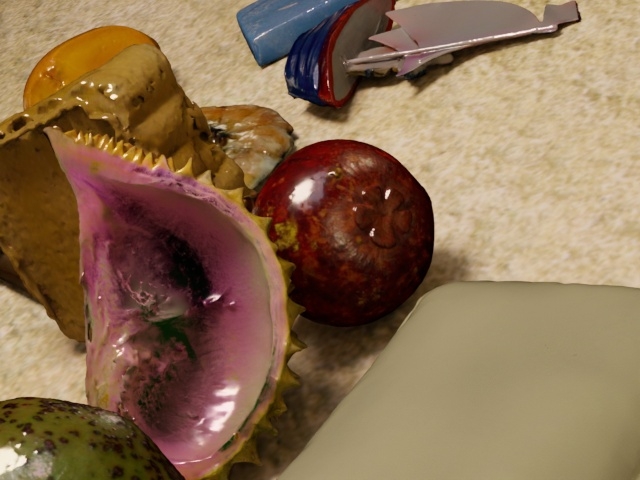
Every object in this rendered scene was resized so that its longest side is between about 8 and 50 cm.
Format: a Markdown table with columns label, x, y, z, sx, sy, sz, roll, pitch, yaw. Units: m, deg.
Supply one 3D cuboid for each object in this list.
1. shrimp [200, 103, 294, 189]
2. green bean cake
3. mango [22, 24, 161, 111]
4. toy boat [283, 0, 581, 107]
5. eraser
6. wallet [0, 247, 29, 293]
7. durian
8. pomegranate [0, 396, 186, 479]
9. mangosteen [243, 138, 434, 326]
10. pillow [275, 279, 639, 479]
| label | x | y | z | sx | sy | sz | roll | pitch | yaw |
| --- | --- | --- | --- | --- | --- | --- | --- | --- | --- |
| shrimp | -0.200 | -0.061 | 1.440 | 0.365 | 0.071 | 0.233 | -20 | 28 | -12 |
| green bean cake | -0.180 | -0.035 | 1.219 | 0.230 | 0.224 | 0.131 | -20 | 20 | 36 |
| mango | -0.277 | -0.198 | 1.720 | 0.154 | 0.126 | 0.252 | -36 | 11 | 29 |
| toy boat | 0.109 | -0.232 | 1.498 | 0.318 | 0.072 | 0.219 | -20 | 30 | 7 |
| eraser | 0.045 | -0.321 | 1.734 | 0.312 | 0.042 | 0.144 | -27 | 26 | 1 |
| wallet | -0.273 | 0.015 | 1.442 | 0.110 | 0.031 | 0.198 | -39 | 29 | -23 |
| durian | -0.093 | 0.055 | 1.026 | 0.186 | 0.260 | 0.154 | 6 | 3 | 26 |
| pomegranate | -0.173 | 0.207 | 0.876 | 0.214 | 0.214 | 0.248 | -31 | -11 | -8 |
| mangosteen | 0.007 | -0.010 | 1.113 | 0.146 | 0.156 | 0.181 | -61 | 18 | -5 |
| pillow | 0.090 | 0.137 | 0.796 | 0.255 | 0.120 | 0.322 | 3 | 38 | 43 |
